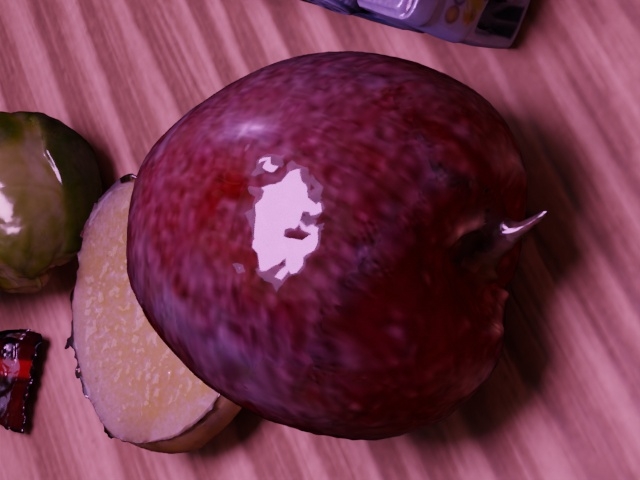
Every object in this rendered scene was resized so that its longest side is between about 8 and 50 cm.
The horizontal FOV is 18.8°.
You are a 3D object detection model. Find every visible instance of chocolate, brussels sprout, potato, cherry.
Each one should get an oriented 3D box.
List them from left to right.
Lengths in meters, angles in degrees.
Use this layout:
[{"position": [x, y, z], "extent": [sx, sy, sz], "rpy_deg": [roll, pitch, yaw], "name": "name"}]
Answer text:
[{"position": [-0.283, 0.105, 1.552], "extent": [0.182, 0.028, 0.086], "rpy_deg": [7, 84, 45], "name": "chocolate"}, {"position": [-0.247, -0.029, 1.495], "extent": [0.183, 0.131, 0.145], "rpy_deg": [-12, 90, 42], "name": "brussels sprout"}, {"position": [-0.095, 0.050, 1.344], "extent": [0.164, 0.081, 0.200], "rpy_deg": [-19, 66, 31], "name": "potato"}, {"position": [0.000, 0.000, 1.168], "extent": [0.300, 0.203, 0.230], "rpy_deg": [8, 94, 36], "name": "cherry"}]

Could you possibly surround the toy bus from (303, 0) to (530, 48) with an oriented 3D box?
[{"position": [0.001, -0.202, 1.288], "extent": [0.330, 0.136, 0.109], "rpy_deg": [23, 92, 47], "name": "toy bus"}]
